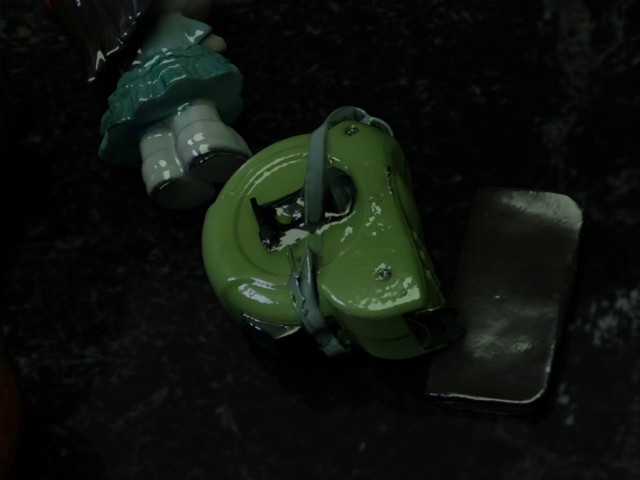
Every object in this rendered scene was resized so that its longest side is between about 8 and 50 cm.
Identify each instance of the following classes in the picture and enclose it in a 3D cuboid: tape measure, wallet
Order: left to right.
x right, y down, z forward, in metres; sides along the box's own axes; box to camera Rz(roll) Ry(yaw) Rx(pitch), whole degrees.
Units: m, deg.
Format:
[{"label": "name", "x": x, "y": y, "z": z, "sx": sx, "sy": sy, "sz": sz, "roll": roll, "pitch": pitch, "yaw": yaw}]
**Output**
[{"label": "tape measure", "x": 0.000, "y": 0.000, "z": 1.236, "sx": 0.154, "sy": 0.087, "sz": 0.177, "roll": -19, "pitch": 53, "yaw": 11}, {"label": "wallet", "x": 0.120, "y": 0.037, "z": 1.222, "sx": 0.082, "sy": 0.018, "sz": 0.157, "roll": 5, "pitch": 63, "yaw": 19}]

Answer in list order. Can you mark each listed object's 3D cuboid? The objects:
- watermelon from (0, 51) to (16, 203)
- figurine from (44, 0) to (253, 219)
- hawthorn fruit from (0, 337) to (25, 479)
[{"label": "watermelon", "x": -0.337, "y": -0.069, "z": 1.279, "sx": 0.269, "sy": 0.269, "sz": 0.269, "roll": -7, "pitch": 60, "yaw": 12}, {"label": "figurine", "x": -0.126, "y": -0.133, "z": 1.340, "sx": 0.138, "sy": 0.110, "sz": 0.245, "roll": -33, "pitch": 60, "yaw": 24}, {"label": "hawthorn fruit", "x": -0.272, "y": 0.123, "z": 1.201, "sx": 0.173, "sy": 0.173, "sz": 0.173, "roll": -7, "pitch": 60, "yaw": 12}]
